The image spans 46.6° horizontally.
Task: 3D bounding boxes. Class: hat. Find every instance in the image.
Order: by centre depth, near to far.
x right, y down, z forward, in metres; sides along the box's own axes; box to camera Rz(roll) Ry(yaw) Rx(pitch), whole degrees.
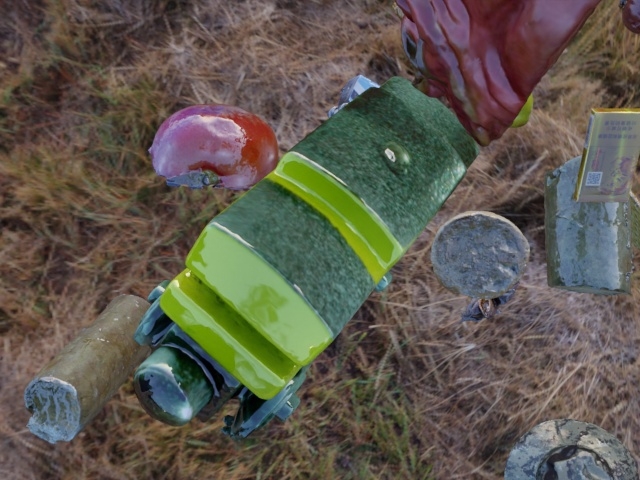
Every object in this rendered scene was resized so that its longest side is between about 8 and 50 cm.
[{"bbox_3d":[0.502,0.472,1.459,0.266,0.128,0.265,-2,73,7],"label":"hat"}]

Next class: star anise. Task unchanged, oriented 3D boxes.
[{"bbox_3d":[0.346,0.115,1.462,0.129,0.124,0.056,-36,91,-20],"label":"star anise"}]

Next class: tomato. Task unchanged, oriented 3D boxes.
[{"bbox_3d":[-0.270,-0.273,1.915,0.335,0.289,0.176,6,125,-7],"label":"tomato"}]

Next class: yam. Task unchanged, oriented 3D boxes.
[{"bbox_3d":[-0.293,0.160,0.971,0.093,0.259,0.093,3,109,9],"label":"yam"},{"bbox_3d":[0.524,-0.040,1.455,0.168,0.168,0.304,-2,89,22],"label":"yam"}]

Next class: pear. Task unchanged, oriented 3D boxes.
[{"bbox_3d":[0.294,-0.222,1.177,0.092,0.092,0.097,-33,103,18],"label":"pear"}]

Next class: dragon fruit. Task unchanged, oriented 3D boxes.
[{"bbox_3d":[0.086,-0.178,0.409,0.152,0.317,0.205,30,128,4],"label":"dragon fruit"}]

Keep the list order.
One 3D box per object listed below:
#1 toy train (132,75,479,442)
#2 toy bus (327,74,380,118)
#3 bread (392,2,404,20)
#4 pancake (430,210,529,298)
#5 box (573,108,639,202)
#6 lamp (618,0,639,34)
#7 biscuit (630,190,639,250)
[{"bbox_3d":[0.000,0.000,0.737,0.179,0.442,0.272,42,132,2],"label":"toy train"},{"bbox_3d":[0.069,-0.223,1.722,0.131,0.106,0.297,20,89,-16],"label":"toy bus"},{"bbox_3d":[0.252,-0.413,1.405,0.233,0.104,0.076,27,140,-8],"label":"bread"},{"bbox_3d":[0.219,0.021,1.022,0.140,0.022,0.139,4,118,8],"label":"pancake"},{"bbox_3d":[0.459,-0.133,1.178,0.089,0.022,0.156,-1,120,0],"label":"box"},{"bbox_3d":[0.567,-0.410,1.291,0.090,0.101,0.101,18,95,12],"label":"lamp"},{"bbox_3d":[0.726,-0.046,1.720,0.016,0.203,0.144,-23,48,6],"label":"biscuit"}]
